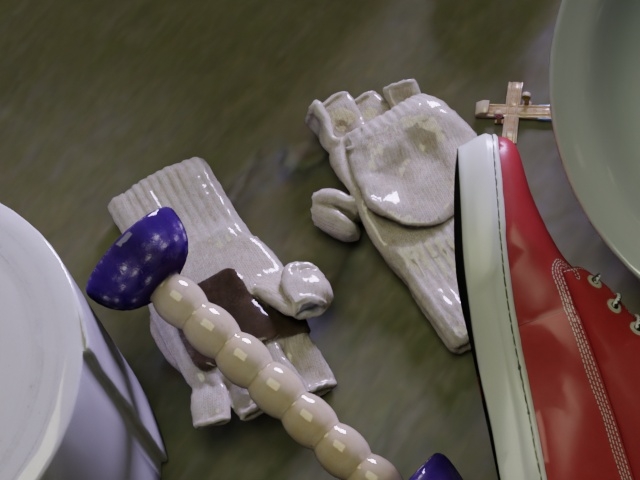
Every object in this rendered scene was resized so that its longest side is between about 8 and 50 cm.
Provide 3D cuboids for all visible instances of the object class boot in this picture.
[{"bbox_3d":[0.171,0.047,0.919,0.176,0.088,0.244,-12,79,3],"label":"boot"}]

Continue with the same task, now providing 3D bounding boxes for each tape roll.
[{"bbox_3d":[-0.228,0.111,0.927,0.246,0.169,0.246,-5,60,9],"label":"tape roll"}]

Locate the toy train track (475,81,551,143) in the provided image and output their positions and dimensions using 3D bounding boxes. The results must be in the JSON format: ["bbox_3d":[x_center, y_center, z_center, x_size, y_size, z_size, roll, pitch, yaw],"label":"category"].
[{"bbox_3d":[0.142,-0.086,1.056,0.083,0.014,0.048,3,62,12],"label":"toy train track"}]

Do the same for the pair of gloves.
[{"bbox_3d":[0.000,0.000,1.019,0.240,0.042,0.204,-22,59,-3],"label":"pair of gloves"}]

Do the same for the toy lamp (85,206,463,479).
[{"bbox_3d":[-0.011,0.097,0.917,0.274,0.080,0.080,44,76,11],"label":"toy lamp"}]

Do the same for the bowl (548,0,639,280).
[{"bbox_3d":[0.292,-0.094,0.929,0.298,0.134,0.298,7,106,26],"label":"bowl"}]
